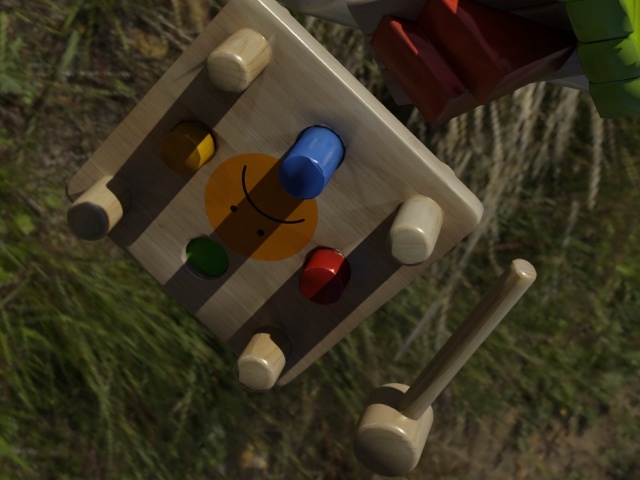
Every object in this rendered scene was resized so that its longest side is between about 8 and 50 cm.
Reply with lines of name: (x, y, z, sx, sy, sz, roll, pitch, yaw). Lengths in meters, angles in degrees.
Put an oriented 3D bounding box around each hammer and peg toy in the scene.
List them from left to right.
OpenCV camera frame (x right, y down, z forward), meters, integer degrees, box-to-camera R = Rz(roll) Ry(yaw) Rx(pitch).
hammer and peg toy: (0.000, 0.000, 0.961, 0.266, 0.361, 0.127, -43, -172, 30)

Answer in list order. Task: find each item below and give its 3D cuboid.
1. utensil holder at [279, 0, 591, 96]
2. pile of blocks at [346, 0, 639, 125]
utensil holder: (0.177, -0.305, 1.026, 0.386, 0.327, 0.327, 9, 109, -32)
pile of blocks: (0.173, -0.076, 0.415, 0.149, 0.362, 0.112, 90, 9, -58)
